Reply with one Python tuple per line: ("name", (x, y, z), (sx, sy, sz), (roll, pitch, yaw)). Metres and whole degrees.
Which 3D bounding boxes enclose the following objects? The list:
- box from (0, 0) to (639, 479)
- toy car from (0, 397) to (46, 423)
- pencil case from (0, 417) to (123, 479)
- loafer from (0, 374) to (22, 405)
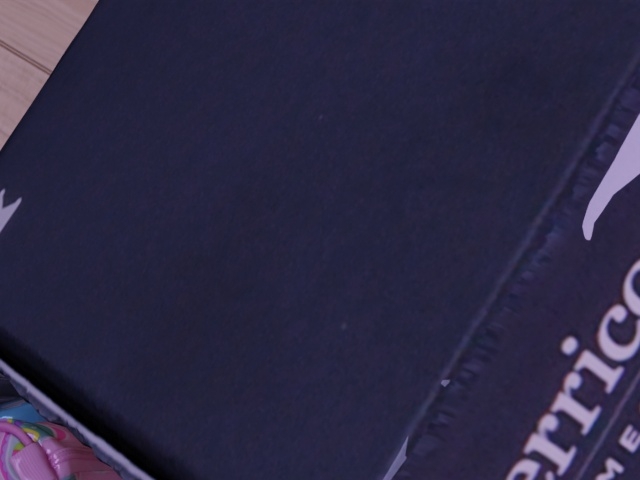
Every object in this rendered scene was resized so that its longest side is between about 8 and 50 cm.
("box", (0.196, -0.039, 0.572), (0.297, 0.472, 0.480), (22, 78, 55))
("toy car", (-0.305, 0.260, 1.122), (0.210, 0.238, 0.219), (-11, 94, 37))
("pencil case", (-0.121, 0.179, 1.003), (0.124, 0.284, 0.124), (-5, 82, 39))
("loafer", (-0.223, 0.107, 1.232), (0.223, 0.076, 0.078), (-10, 83, 41))
